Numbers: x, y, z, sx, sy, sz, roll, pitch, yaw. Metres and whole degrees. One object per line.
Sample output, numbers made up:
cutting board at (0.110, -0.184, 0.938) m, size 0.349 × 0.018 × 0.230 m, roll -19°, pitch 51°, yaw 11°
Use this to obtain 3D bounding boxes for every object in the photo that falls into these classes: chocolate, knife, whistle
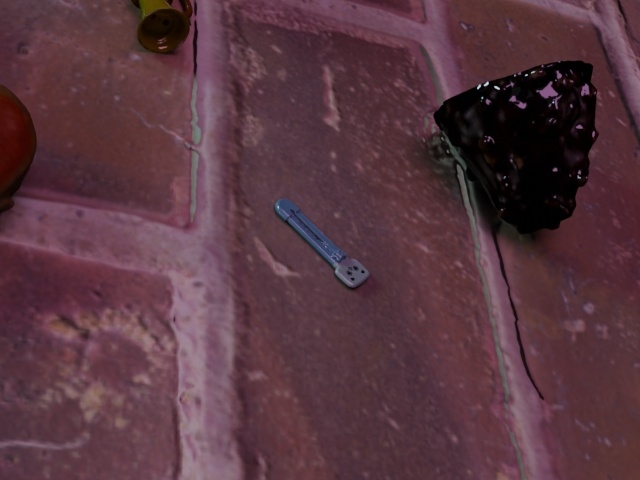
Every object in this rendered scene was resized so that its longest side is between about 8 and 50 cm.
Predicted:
chocolate at (0.183, -0.072, 0.935) m, size 0.156 × 0.156 × 0.133 m, roll -8°, pitch 82°, yaw -34°
knife at (0.000, 0.000, 0.834) m, size 0.096 × 0.010 × 0.027 m, roll 44°, pitch 44°, yaw 13°
whistle at (-0.139, -0.214, 0.929) m, size 0.057 × 0.046 × 0.109 m, roll -5°, pitch 47°, yaw -14°

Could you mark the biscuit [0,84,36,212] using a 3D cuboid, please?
biscuit at (-0.408, -0.140, 0.645) m, size 0.368 × 0.076 × 0.394 m, roll -26°, pitch 77°, yaw -41°
